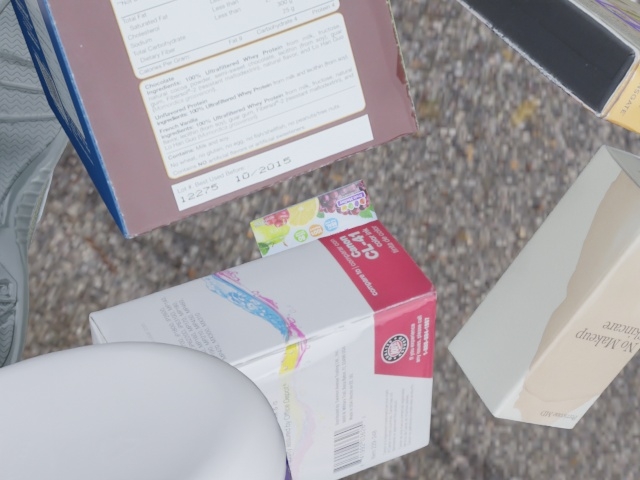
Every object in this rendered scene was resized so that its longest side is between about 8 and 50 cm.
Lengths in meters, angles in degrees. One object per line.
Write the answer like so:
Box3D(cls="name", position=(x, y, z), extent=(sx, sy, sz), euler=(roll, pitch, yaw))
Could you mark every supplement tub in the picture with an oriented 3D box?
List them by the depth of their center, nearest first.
Box3D(cls="supplement tub", position=(-0.110, 0.251, 0.829), extent=(0.241, 0.241, 0.331), euler=(-6, 117, 12))

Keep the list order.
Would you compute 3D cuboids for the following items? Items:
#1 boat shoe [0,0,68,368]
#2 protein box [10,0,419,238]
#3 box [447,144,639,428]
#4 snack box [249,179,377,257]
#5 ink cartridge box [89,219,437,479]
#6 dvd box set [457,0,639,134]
Box3D(cls="boat shoe", position=(-0.250, -0.039, 1.053), extent=(0.118, 0.103, 0.320), euler=(7, 84, -24))
Box3D(cls="protein box", position=(-0.074, -0.144, 0.646), extent=(0.136, 0.200, 0.201), euler=(-21, 117, -11))
Box3D(cls="box", position=(0.300, 0.059, 1.652), extent=(0.148, 0.121, 0.311), euler=(12, 123, -37))
Box3D(cls="snack box", position=(0.000, 0.000, 1.708), extent=(0.141, 0.037, 0.100), euler=(-21, 93, -4))
Box3D(cls="ink cartridge box", position=(-0.051, 0.136, 1.403), extent=(0.306, 0.131, 0.226), euler=(-16, 135, -18))
Box3D(cls="dvd box set", position=(0.314, -0.137, 1.262), extent=(0.420, 0.307, 0.062), euler=(16, 113, -36))
